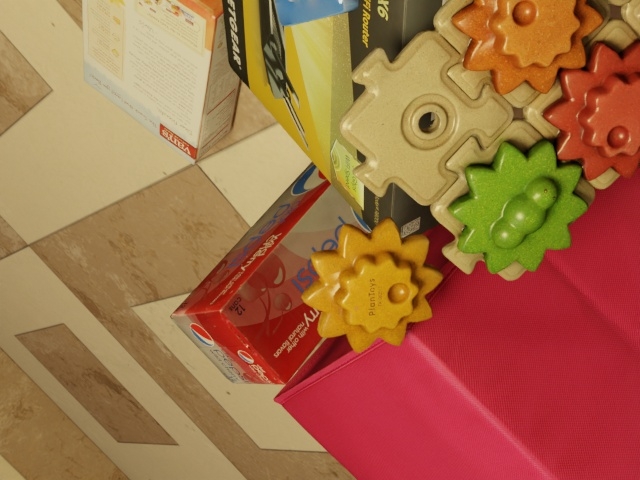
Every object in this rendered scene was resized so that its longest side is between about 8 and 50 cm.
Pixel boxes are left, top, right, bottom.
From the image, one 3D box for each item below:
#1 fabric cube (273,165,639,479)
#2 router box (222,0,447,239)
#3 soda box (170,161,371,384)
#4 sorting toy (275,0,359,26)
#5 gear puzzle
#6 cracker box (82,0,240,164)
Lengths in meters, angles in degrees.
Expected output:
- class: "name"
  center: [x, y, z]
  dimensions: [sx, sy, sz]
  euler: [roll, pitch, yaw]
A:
- class: "fabric cube"
  center: [0.168, 0.103, 0.808]
  dimensions: [0.258, 0.259, 0.254]
  euler: [44, 152, -1]
- class: "router box"
  center: [0.015, -0.178, 0.710]
  dimensions: [0.243, 0.081, 0.309]
  euler: [50, 158, 31]
- class: "soda box"
  center: [0.000, 0.000, 0.858]
  dimensions: [0.083, 0.263, 0.092]
  euler: [51, 150, -18]
- class: "sorting toy"
  center: [-0.025, -0.287, 0.519]
  dimensions: [0.196, 0.047, 0.348]
  euler: [-22, 88, 58]
- class: "gear puzzle"
  center: [0.110, -0.066, 0.583]
  dimensions: [0.175, 0.339, 0.044]
  euler: [40, -170, -23]
- class: "cracker box"
  center: [-0.151, -0.197, 0.977]
  dimensions: [0.155, 0.067, 0.232]
  euler: [37, 150, 9]
